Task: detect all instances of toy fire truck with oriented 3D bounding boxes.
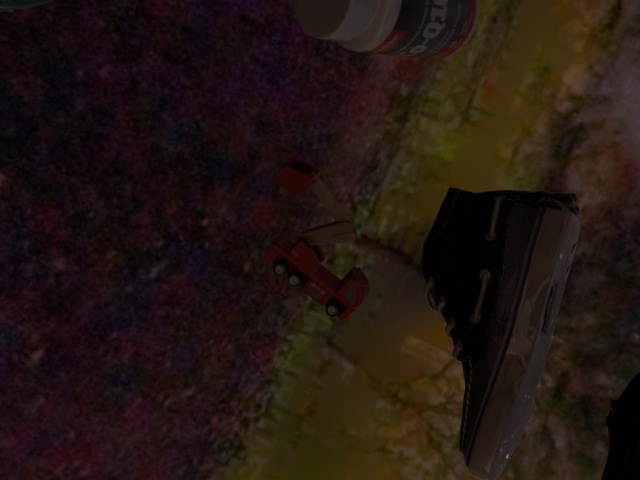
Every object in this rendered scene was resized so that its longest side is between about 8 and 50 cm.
[{"bbox_3d":[0.000,0.000,0.911,0.135,0.192,0.047,-50,-176,24],"label":"toy fire truck"}]

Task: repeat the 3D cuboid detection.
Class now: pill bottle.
[{"bbox_3d":[0.108,-0.379,1.136,0.283,0.161,0.161,-8,129,-40],"label":"pill bottle"}]

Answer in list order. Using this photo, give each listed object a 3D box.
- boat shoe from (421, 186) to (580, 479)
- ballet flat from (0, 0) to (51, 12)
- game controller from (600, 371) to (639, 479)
[{"bbox_3d":[0.188,0.097,0.848,0.127,0.158,0.340,23,84,-60],"label":"boat shoe"},{"bbox_3d":[-0.277,-0.214,0.426,0.409,0.147,0.147,-63,174,-67],"label":"ballet flat"},{"bbox_3d":[0.362,0.179,0.575,0.067,0.319,0.166,-163,-103,-71],"label":"game controller"}]
